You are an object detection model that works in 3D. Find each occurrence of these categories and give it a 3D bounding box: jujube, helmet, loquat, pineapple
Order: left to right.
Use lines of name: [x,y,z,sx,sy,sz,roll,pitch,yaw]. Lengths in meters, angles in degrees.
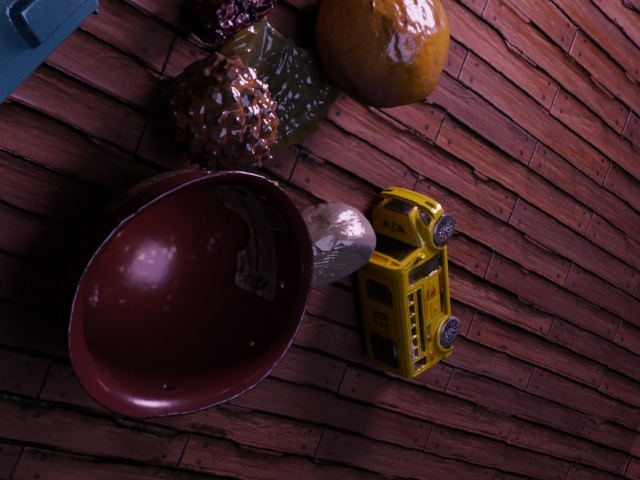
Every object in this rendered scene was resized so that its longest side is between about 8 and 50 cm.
helmet: [-0.220,0.049,1.682,0.385,0.230,0.338,-31,124,-24]
pineapple: [-0.136,-0.166,1.751,0.166,0.166,0.193,-50,130,-24]
jujube: [-0.125,-0.351,1.741,0.166,0.104,0.104,-39,131,-22]
loquat: [0.100,-0.324,1.917,0.238,0.193,0.238,8,81,-60]

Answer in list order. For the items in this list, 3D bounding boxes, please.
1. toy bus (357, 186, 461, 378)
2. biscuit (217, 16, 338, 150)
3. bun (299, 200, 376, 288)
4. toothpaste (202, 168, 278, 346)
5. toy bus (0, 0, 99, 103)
toy bus: [0.148,0.075,2.177,0.152,0.144,0.330,-32,129,-36]
biscuit: [-0.072,-0.233,1.888,0.273,0.036,0.187,31,81,-50]
bun: [0.000,0.000,2.000,0.166,0.113,0.173,-33,156,18]
toothpaste: [-0.135,0.053,1.871,0.077,0.110,0.328,-17,117,-47]
toy bus: [-0.389,-0.257,1.435,0.256,0.147,0.128,-51,138,-22]
